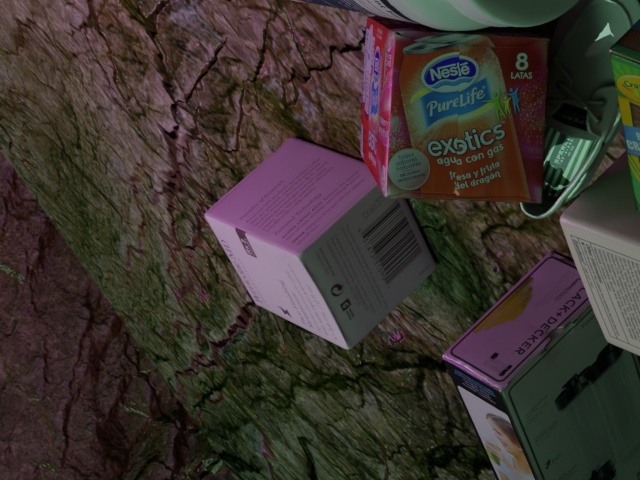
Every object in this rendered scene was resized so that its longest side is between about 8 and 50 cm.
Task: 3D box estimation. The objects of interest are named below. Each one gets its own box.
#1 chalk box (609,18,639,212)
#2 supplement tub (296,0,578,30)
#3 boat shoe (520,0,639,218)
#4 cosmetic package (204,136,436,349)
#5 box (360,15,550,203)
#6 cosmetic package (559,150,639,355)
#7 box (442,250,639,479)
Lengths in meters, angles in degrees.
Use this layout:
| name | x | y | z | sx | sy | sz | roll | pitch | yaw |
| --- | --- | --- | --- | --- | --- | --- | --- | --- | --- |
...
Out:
| name | x | y | z | sx | sy | sz | roll | pitch | yaw |
| --- | --- | --- | --- | --- | --- | --- | --- | --- | --- |
| chalk box | 0.293 | -0.107 | 1.155 | 0.132 | 0.132 | 0.213 | 29 | 154 | 38 |
| supplement tub | 0.065 | -0.257 | 1.240 | 0.272 | 0.191 | 0.191 | 20 | 147 | 50 |
| boat shoe | 0.209 | -0.107 | 1.323 | 0.083 | 0.076 | 0.226 | 21 | 135 | 15 |
| cosmetic package | 0.000 | 0.000 | 1.907 | 0.184 | 0.151 | 0.151 | 22 | 148 | 49 |
| box | 0.102 | -0.111 | 1.349 | 0.257 | 0.123 | 0.128 | -106 | 17 | -80 |
| cosmetic package | 0.355 | 0.044 | 1.345 | 0.309 | 0.113 | 0.160 | 24 | 149 | 46 |
| box | 0.247 | 0.171 | 1.722 | 0.087 | 0.169 | 0.290 | 30 | 156 | 44 |
